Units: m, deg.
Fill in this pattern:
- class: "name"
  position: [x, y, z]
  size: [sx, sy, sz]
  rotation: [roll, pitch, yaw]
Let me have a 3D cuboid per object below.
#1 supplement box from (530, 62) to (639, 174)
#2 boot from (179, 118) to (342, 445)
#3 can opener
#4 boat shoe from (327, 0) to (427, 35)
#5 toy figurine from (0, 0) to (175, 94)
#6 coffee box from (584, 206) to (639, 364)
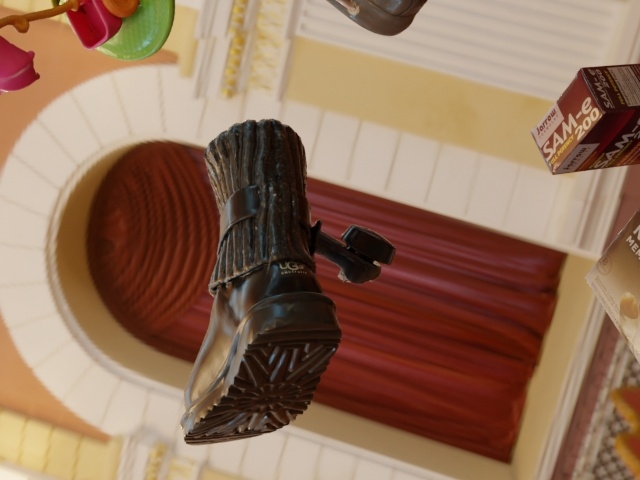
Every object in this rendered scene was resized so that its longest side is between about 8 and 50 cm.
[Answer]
- class: "supplement box"
  position: [0.399, -0.156, 1.293]
  size: [0.130, 0.239, 0.073]
  rotation: [120, 136, -54]
- class: "boot"
  position: [-0.082, 0.058, 1.167]
  size: [0.348, 0.131, 0.260]
  rotation: [-56, 41, 47]
- class: "can opener"
  position: [0.000, 0.000, 1.296]
  size: [0.059, 0.186, 0.073]
  rotation: [-167, 101, -79]
- class: "boat shoe"
  position: [-0.051, -0.273, 0.798]
  size: [0.112, 0.335, 0.095]
  rotation: [-40, -20, -32]
- class: "toy figurine"
  position: [-0.210, -0.172, 0.704]
  size: [0.130, 0.173, 0.159]
  rotation: [-20, 17, 46]
- class: "coffee box"
  position: [0.439, 0.093, 1.227]
  size: [0.247, 0.098, 0.141]
  rotation: [65, 145, 32]
